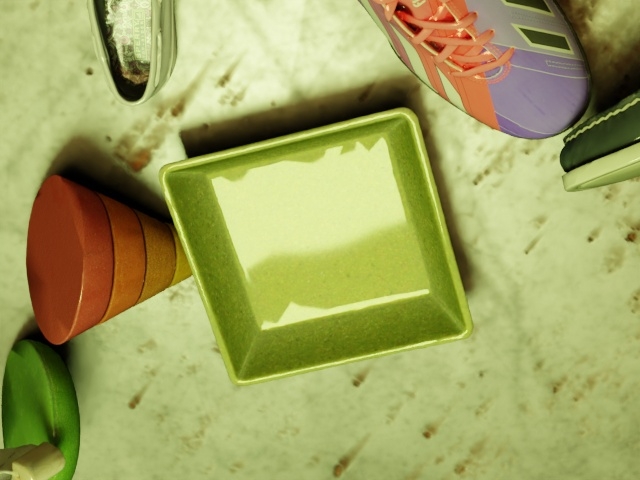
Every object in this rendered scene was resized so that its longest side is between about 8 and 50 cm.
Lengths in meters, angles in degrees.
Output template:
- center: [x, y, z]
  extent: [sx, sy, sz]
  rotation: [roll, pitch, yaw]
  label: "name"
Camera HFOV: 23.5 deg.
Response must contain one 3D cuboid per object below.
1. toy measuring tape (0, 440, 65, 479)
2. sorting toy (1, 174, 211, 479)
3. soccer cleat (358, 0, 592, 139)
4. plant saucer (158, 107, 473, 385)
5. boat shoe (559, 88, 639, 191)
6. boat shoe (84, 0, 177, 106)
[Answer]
- center: [-0.297, 0.230, 1.182]
  extent: [0.330, 0.121, 0.121]
  rotation: [-16, 117, 38]
  label: "toy measuring tape"
- center: [-0.166, 0.116, 1.178]
  extent: [0.126, 0.127, 0.366]
  rotation: [-2, 124, -28]
  label: "sorting toy"
- center: [0.061, -0.173, 0.990]
  extent: [0.108, 0.116, 0.318]
  rotation: [-36, 109, 20]
  label: "soccer cleat"
- center: [0.000, 0.000, 1.121]
  extent: [0.188, 0.045, 0.188]
  rotation: [-13, 115, 10]
  label: "plant saucer"
- center: [0.294, -0.144, 0.997]
  extent: [0.340, 0.127, 0.113]
  rotation: [-28, 82, 24]
  label: "boat shoe"
- center: [-0.133, -0.179, 1.030]
  extent: [0.066, 0.063, 0.184]
  rotation: [3, 117, 2]
  label: "boat shoe"
